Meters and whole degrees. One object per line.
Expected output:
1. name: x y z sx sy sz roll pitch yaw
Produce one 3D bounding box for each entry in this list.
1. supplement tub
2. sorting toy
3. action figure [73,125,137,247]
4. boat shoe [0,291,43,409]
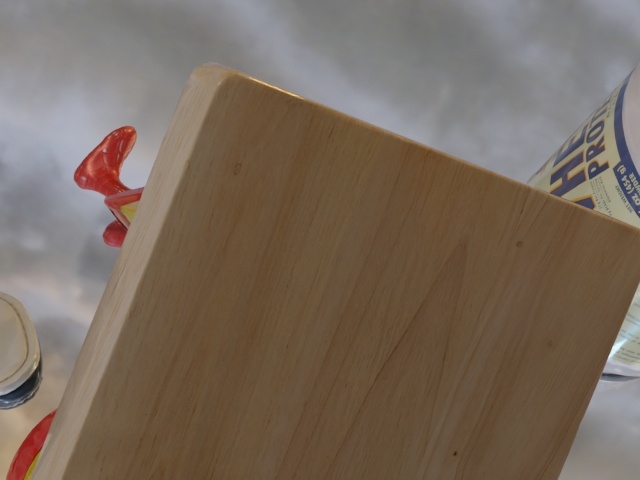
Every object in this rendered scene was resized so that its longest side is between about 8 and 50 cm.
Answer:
1. supplement tub: 0.315 -0.017 1.835 0.235 0.235 0.325 -28 166 -36
2. sorting toy: -0.012 0.072 0.880 0.255 0.089 0.257 19 96 -37
3. action figure: 0.000 0.000 1.116 0.139 0.280 0.091 -41 139 -17
4. boat shoe: -0.291 0.092 1.618 0.095 0.254 0.079 -38 123 -26
